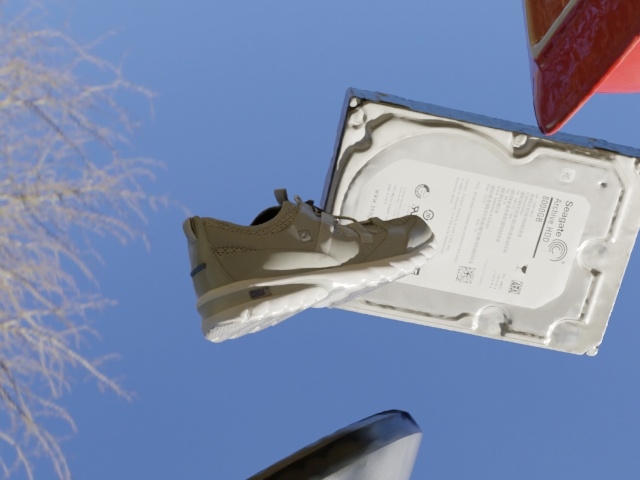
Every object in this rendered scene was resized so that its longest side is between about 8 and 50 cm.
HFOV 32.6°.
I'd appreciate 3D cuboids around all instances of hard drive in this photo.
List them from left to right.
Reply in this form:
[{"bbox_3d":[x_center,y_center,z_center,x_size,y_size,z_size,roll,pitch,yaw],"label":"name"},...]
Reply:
[{"bbox_3d":[0.167,-0.016,1.186,0.339,0.237,0.064,12,-162,-7],"label":"hard drive"}]

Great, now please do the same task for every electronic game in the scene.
[{"bbox_3d":[-0.053,0.142,0.475,0.229,0.229,0.048,-27,-107,-23],"label":"electronic game"}]

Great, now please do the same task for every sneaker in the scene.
[{"bbox_3d":[0.000,0.000,0.978,0.281,0.105,0.115,-13,-100,-47],"label":"sneaker"}]

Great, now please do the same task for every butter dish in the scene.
[{"bbox_3d":[0.166,-0.138,0.491,0.118,0.160,0.160,11,-124,-14],"label":"butter dish"}]
